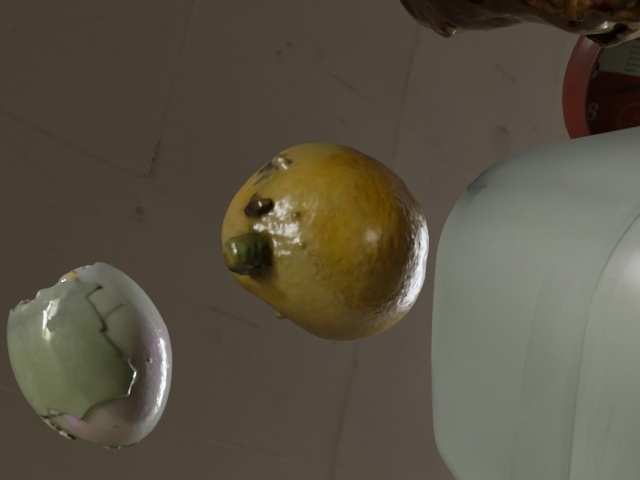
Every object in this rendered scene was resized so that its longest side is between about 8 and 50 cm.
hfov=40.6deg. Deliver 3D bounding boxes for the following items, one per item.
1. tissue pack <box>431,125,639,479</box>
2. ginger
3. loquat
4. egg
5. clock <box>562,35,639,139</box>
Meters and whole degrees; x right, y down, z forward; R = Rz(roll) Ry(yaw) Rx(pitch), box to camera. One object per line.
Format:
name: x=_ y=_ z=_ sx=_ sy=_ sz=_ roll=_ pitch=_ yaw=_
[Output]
tissue pack: x=0.241 y=0.055 z=0.417 sx=0.333 sy=0.236 sz=0.229 roll=-11 pitch=-68 yaw=-28
ginger: x=0.161 y=-0.259 z=0.777 sx=0.165 sy=0.321 sz=0.172 roll=-45 pitch=-60 yaw=0
loquat: x=0.000 y=0.000 z=0.695 sx=0.204 sy=0.172 sz=0.149 roll=-1 pitch=-50 yaw=-49
egg: x=-0.265 y=0.144 z=1.032 sx=0.183 sy=0.183 sz=0.217 roll=-35 pitch=-81 yaw=-38
clock: x=0.498 y=-0.235 z=1.253 sx=0.319 sy=0.080 sz=0.318 roll=-5 pitch=-62 yaw=-10
